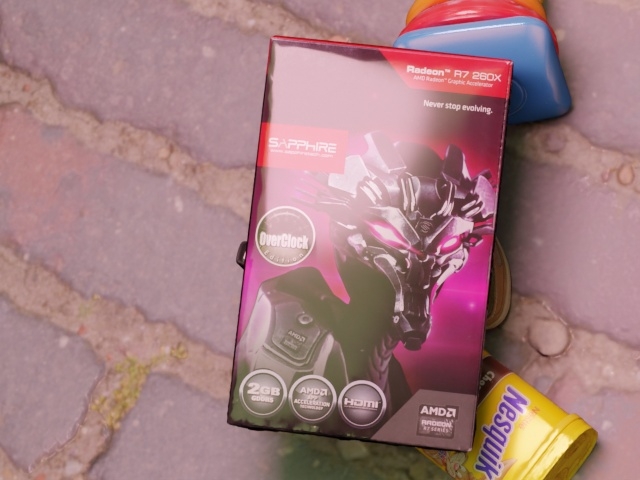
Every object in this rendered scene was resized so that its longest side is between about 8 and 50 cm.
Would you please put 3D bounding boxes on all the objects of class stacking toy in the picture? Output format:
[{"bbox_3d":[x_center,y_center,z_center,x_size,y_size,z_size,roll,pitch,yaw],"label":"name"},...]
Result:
[{"bbox_3d":[0.160,-0.273,1.975,0.165,0.175,0.302,-6,61,15],"label":"stacking toy"}]

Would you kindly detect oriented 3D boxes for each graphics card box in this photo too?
[{"bbox_3d":[0.047,0.003,1.809,0.232,0.094,0.371,7,87,3],"label":"graphics card box"}]

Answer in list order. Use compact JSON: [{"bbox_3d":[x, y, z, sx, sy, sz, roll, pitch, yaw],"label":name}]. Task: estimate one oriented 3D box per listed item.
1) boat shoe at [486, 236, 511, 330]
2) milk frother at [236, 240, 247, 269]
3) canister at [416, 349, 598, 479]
[{"bbox_3d":[0.141,-0.005,1.929,0.068,0.072,0.190,-18,69,13],"label":"boat shoe"},{"bbox_3d":[0.000,0.000,1.943,0.129,0.135,0.143,29,84,24],"label":"milk frother"},{"bbox_3d":[0.161,0.182,1.866,0.170,0.073,0.126,37,89,26],"label":"canister"}]
